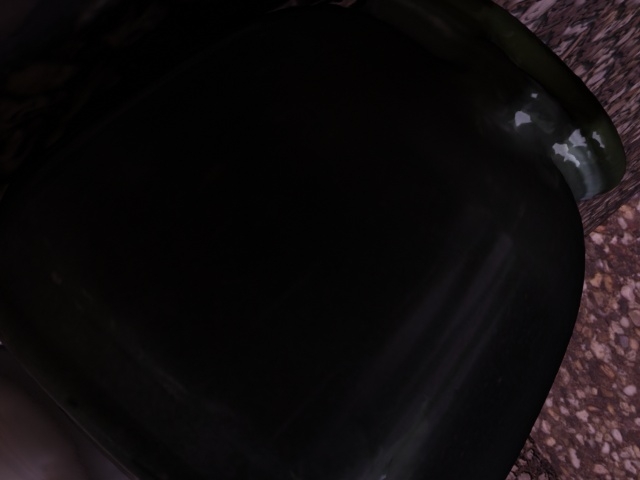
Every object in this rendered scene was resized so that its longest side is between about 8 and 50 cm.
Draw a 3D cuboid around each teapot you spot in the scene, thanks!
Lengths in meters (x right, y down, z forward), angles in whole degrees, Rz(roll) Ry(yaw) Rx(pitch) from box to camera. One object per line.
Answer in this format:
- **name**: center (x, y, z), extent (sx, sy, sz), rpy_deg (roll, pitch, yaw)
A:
- **teapot**: center (0.016, 0.014, 0.530), extent (0.239, 0.239, 0.321), rpy_deg (-47, 163, -3)

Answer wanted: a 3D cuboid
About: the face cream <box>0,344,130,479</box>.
- **face cream**: center (-0.177, 0.159, 0.620), extent (0.206, 0.206, 0.111), rpy_deg (-38, 164, 14)
